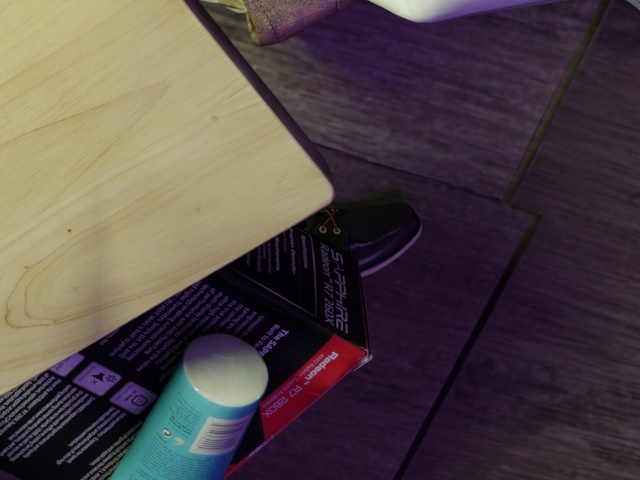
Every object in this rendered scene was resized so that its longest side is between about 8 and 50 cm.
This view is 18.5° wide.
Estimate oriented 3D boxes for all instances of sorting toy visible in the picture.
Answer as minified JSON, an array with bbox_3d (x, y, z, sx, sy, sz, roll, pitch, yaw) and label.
[{"bbox_3d":[-0.169,-0.067,0.994,0.257,0.089,0.255,-30,125,14],"label":"sorting toy"}]

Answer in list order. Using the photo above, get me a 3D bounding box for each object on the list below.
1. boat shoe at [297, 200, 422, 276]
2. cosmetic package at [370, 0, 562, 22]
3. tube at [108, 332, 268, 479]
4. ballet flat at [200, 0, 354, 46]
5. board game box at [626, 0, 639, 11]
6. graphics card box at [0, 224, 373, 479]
[{"bbox_3d":[0.000,0.001,1.271,0.133,0.049,0.042,-16,130,2],"label":"boat shoe"},{"bbox_3d":[0.081,-0.313,0.841,0.327,0.393,0.329,-11,116,-26],"label":"cosmetic package"},{"bbox_3d":[-0.089,0.138,1.206,0.080,0.052,0.207,20,135,-9],"label":"tube"},{"bbox_3d":[-0.099,-0.217,1.089,0.106,0.107,0.316,-36,121,17],"label":"ballet flat"},{"bbox_3d":[0.296,-0.152,1.247,0.194,0.060,0.194,22,112,-24],"label":"board game box"},{"bbox_3d":[-0.181,0.025,1.188,0.371,0.094,0.233,30,125,-28],"label":"graphics card box"}]
